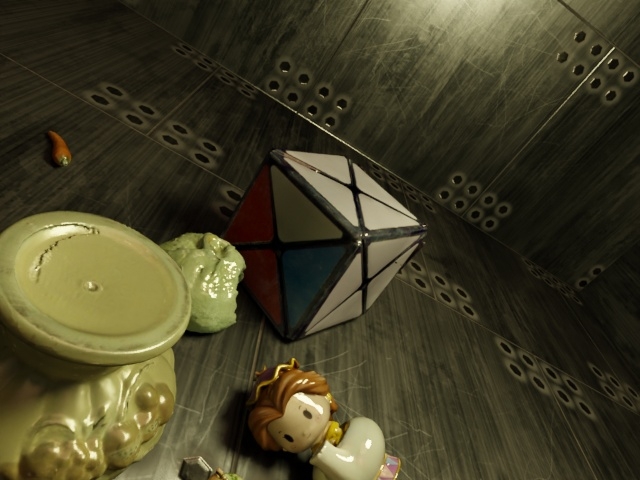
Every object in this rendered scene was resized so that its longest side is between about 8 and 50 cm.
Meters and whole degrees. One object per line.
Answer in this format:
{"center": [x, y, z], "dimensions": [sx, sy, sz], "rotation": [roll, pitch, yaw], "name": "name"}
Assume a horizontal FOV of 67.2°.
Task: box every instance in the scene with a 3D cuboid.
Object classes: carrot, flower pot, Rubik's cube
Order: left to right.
{"center": [-0.554, -0.195, 1.021], "dimensions": [0.035, 0.035, 0.142], "rotation": [10, 29, -43], "name": "carrot"}
{"center": [-0.298, 0.125, 0.566], "dimensions": [0.308, 0.244, 0.307], "rotation": [28, 28, -16], "name": "flower pot"}
{"center": [0.000, 0.000, 1.085], "dimensions": [0.310, 0.305, 0.307], "rotation": [-6, 46, -51], "name": "Rubik's cube"}

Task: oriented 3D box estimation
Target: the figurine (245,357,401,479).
{"center": [-0.007, 0.298, 0.761], "dimensions": [0.263, 0.142, 0.189], "rotation": [39, -6, 8], "name": "figurine"}

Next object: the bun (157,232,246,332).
{"center": [-0.216, 0.064, 0.901], "dimensions": [0.204, 0.126, 0.212], "rotation": [4, 41, -45], "name": "bun"}

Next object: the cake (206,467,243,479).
{"center": [-0.104, 0.343, 0.571], "dimensions": [0.109, 0.225, 0.090], "rotation": [38, 68, 13], "name": "cake"}
